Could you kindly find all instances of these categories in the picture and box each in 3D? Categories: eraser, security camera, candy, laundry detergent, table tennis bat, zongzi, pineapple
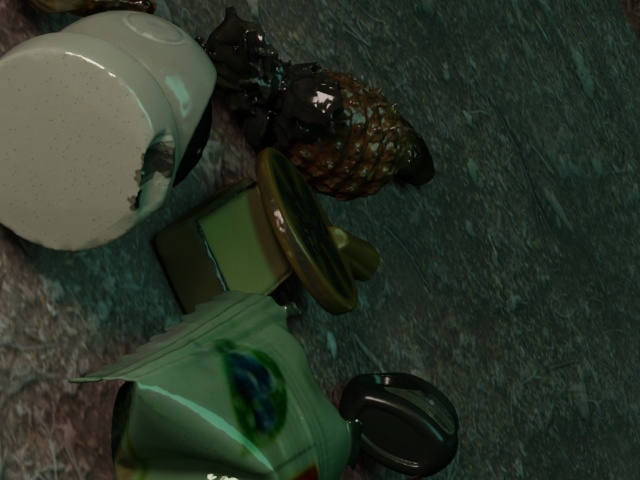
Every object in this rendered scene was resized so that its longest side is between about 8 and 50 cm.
[{"bbox_3d":[-0.097,0.014,1.857,0.117,0.058,0.172,67,25,-9],"label":"eraser"},{"bbox_3d":[-0.192,-0.110,1.614,0.195,0.194,0.236,65,21,-10],"label":"security camera"},{"bbox_3d":[-0.089,0.266,1.616,0.263,0.172,0.398,-18,108,-55],"label":"candy"},{"bbox_3d":[0.096,0.196,2.065,0.144,0.078,0.221,31,13,4],"label":"laundry detergent"},{"bbox_3d":[0.000,0.000,2.013,0.198,0.050,0.321,66,13,17],"label":"table tennis bat"},{"bbox_3d":[0.108,-0.137,2.400,0.130,0.062,0.154,65,16,20],"label":"zongzi"},{"bbox_3d":[-0.021,-0.156,2.024,0.310,0.170,0.141,35,77,-47],"label":"pineapple"}]

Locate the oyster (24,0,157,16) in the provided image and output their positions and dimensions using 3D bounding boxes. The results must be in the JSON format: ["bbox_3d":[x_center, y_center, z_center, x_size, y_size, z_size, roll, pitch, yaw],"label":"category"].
[{"bbox_3d":[-0.255,-0.345,1.719,0.198,0.133,0.337,40,33,-51],"label":"oyster"}]

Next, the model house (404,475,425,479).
[{"bbox_3d":[0.086,0.352,1.865,0.294,0.154,0.207,-2,72,-65],"label":"model house"}]
